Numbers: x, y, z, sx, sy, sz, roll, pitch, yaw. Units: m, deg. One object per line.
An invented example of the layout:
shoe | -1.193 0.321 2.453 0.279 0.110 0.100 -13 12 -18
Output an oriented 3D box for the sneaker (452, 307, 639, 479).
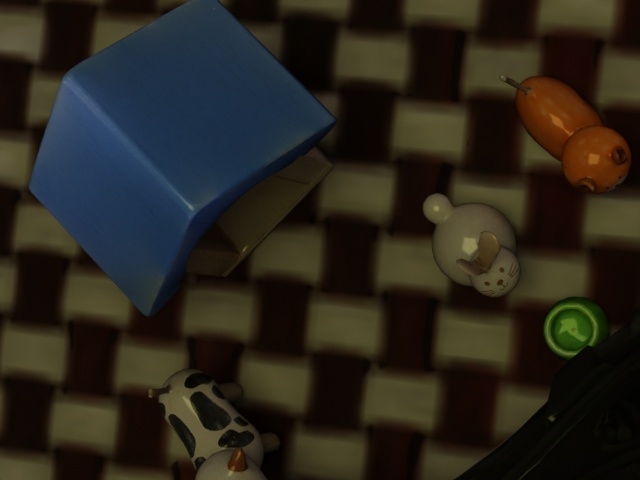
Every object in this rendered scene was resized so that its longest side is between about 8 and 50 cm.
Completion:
sneaker | 0.072 0.083 0.379 0.271 0.100 0.108 -30 106 10

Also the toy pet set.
toy pet set | 0.000 0.000 0.409 0.122 0.065 0.114 -46 76 10
